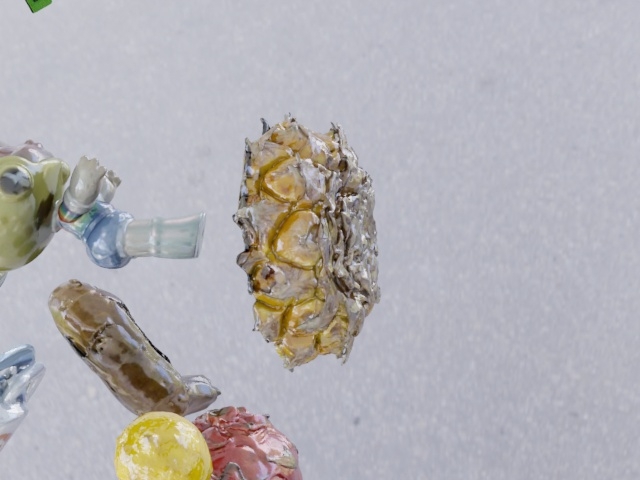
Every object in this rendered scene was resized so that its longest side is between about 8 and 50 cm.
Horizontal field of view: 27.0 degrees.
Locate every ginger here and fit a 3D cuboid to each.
[{"bbox_3d":[-0.283,0.180,1.993,0.107,0.309,0.133,-40,21,6],"label":"ginger"}]

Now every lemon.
[{"bbox_3d":[-0.186,0.265,1.583,0.114,0.155,0.114,-5,59,9],"label":"lemon"}]

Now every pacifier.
[{"bbox_3d":[-0.508,0.215,1.823,0.207,0.279,0.227,40,19,5],"label":"pacifier"}]

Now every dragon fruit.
[{"bbox_3d":[-0.133,0.347,1.815,0.241,0.241,0.252,-3,53,2],"label":"dragon fruit"}]

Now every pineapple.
[{"bbox_3d":[0.000,0.000,1.047,0.076,0.225,0.225,-2,52,18],"label":"pineapple"}]

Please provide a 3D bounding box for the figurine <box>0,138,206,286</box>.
[{"bbox_3d":[-0.333,-0.019,1.583,0.381,0.224,0.205,9,91,14],"label":"figurine"}]

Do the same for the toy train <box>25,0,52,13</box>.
[{"bbox_3d":[-0.466,-0.429,2.062,0.042,0.044,0.209,-29,49,-6],"label":"toy train"}]
